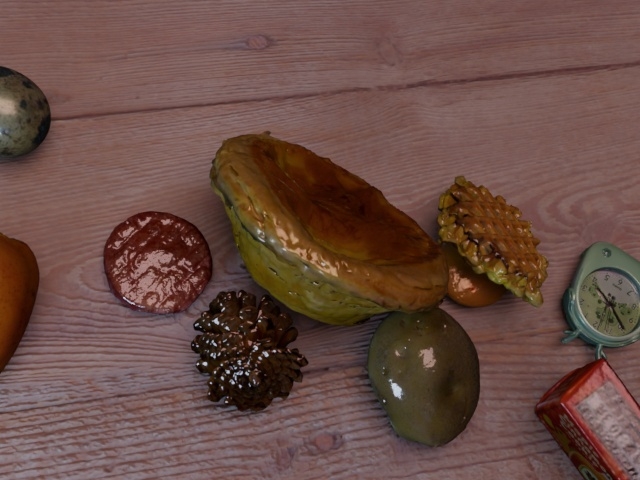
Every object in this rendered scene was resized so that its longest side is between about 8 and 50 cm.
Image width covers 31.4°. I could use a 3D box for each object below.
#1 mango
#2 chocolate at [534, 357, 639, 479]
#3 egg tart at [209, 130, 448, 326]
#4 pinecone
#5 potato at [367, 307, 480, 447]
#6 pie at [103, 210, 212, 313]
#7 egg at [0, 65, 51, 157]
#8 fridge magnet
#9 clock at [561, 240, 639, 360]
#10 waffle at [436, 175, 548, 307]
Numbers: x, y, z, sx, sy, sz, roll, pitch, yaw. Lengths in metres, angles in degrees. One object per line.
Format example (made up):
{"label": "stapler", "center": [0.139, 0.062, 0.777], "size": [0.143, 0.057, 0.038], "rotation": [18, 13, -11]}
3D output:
{"label": "mango", "center": [-0.562, 0.132, 1.709], "size": [0.199, 0.201, 0.350], "rotation": [20, 75, 26]}
{"label": "chocolate", "center": [0.464, 0.320, 1.840], "size": [0.108, 0.235, 0.237], "rotation": [-33, 81, -9]}
{"label": "egg tart", "center": [0.000, 0.000, 1.810], "size": [0.443, 0.443, 0.178], "rotation": [31, 108, -1]}
{"label": "pinecone", "center": [-0.116, 0.170, 1.800], "size": [0.179, 0.150, 0.195], "rotation": [-41, 72, 18]}
{"label": "potato", "center": [0.170, 0.219, 1.853], "size": [0.178, 0.160, 0.235], "rotation": [-7, 87, 11]}
{"label": "pie", "center": [-0.267, 0.036, 1.872], "size": [0.183, 0.049, 0.182], "rotation": [3, 70, -9]}
{"label": "egg", "center": [-0.526, -0.215, 1.852], "size": [0.182, 0.141, 0.141], "rotation": [35, 68, 9]}
{"label": "fridge magnet", "center": [0.263, 0.048, 1.973], "size": [0.143, 0.063, 0.143], "rotation": [4, 70, -10]}
{"label": "clock", "center": [0.497, 0.116, 1.998], "size": [0.159, 0.066, 0.211], "rotation": [35, 69, 1]}
{"label": "waffle", "center": [0.296, -0.003, 1.927], "size": [0.243, 0.059, 0.237], "rotation": [34, 30, -18]}
